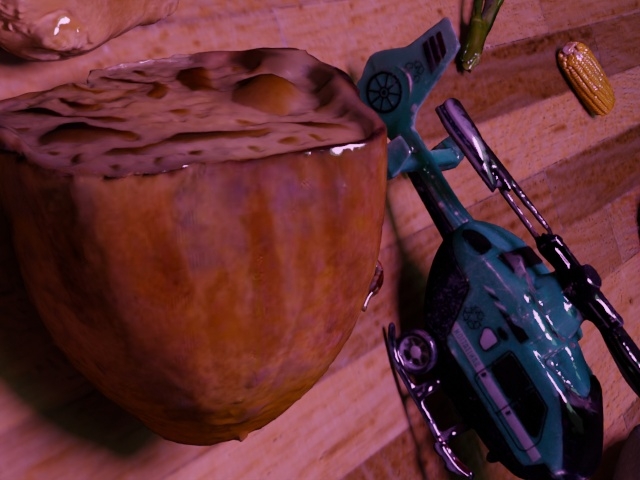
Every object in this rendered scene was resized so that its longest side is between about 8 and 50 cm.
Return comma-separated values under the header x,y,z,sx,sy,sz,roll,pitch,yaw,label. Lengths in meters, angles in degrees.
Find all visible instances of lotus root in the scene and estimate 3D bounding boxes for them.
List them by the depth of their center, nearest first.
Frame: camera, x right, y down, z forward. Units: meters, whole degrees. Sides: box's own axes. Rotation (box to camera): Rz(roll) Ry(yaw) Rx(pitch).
x,y,z,sx,sy,sz,roll,pitch,yaw,label
-0.067,0.003,0.671,0.199,0.188,0.180,-119,-156,-61,lotus root

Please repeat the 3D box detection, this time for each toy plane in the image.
x,y,z,sx,sy,sz,roll,pitch,yaw,label
0.123,0.031,0.934,0.106,0.155,0.382,-10,68,-56,toy plane

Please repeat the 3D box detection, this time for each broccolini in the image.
x,y,z,sx,sy,sz,roll,pitch,yaw,label
0.147,-0.229,1.190,0.074,0.058,0.201,39,60,-22,broccolini

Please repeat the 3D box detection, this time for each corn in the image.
x,y,z,sx,sy,sz,roll,pitch,yaw,label
0.278,-0.167,1.349,0.092,0.037,0.037,49,40,-36,corn

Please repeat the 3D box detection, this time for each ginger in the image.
x,y,z,sx,sy,sz,roll,pitch,yaw,label
-0.129,-0.153,0.707,0.190,0.069,0.095,-51,124,-53,ginger

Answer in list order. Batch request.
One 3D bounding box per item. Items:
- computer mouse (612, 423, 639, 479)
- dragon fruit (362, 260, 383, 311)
x,y,z,sx,sy,sz,roll,pitch,yaw,label
0.338,0.259,1.184,0.374,0.114,0.203,23,55,-59,computer mouse
0.000,0.000,0.821,0.190,0.094,0.094,48,40,-47,dragon fruit
